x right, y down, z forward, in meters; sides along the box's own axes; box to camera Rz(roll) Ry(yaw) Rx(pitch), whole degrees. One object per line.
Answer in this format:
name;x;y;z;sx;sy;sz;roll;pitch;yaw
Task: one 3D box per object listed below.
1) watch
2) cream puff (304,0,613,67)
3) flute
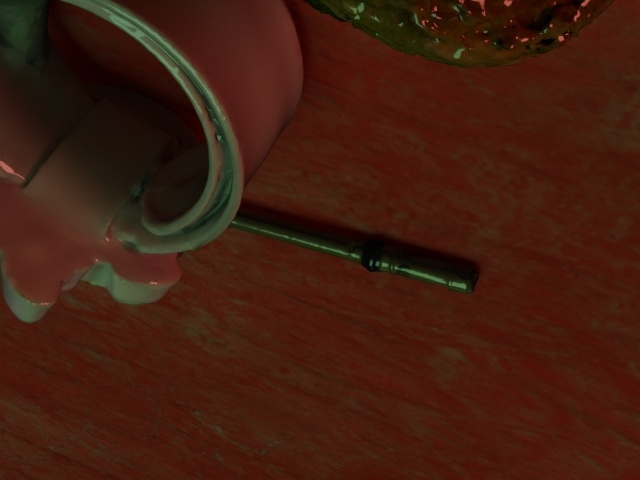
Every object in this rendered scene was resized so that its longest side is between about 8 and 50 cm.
watch;-0.151;-0.084;0.769;0.244;0.196;0.231;31;140;-3
cream puff;0.035;-0.168;0.571;0.183;0.183;0.169;42;169;-25
flute;0.000;0.000;0.931;0.233;0.027;0.027;15;146;14
